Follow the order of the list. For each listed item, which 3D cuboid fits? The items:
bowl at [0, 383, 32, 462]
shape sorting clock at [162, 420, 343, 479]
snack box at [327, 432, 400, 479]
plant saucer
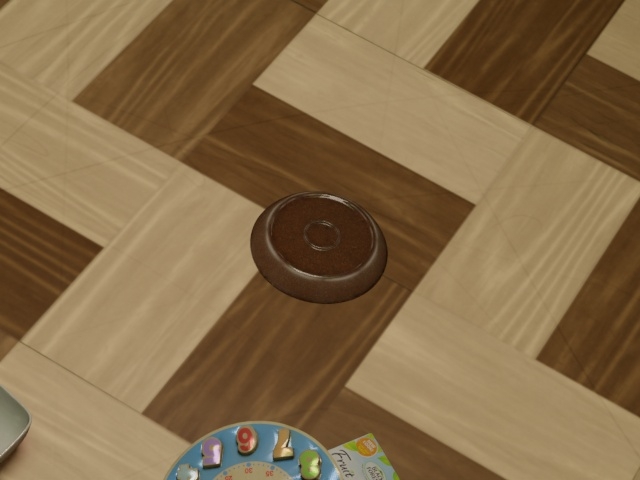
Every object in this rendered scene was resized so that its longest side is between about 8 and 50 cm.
[{"bbox_3d":[-0.396,0.205,1.866,0.142,0.053,0.142,36,55,16],"label":"bowl"},{"bbox_3d":[-0.074,0.281,1.838,0.206,0.040,0.206,-4,60,7],"label":"shape sorting clock"},{"bbox_3d":[0.015,0.278,1.891,0.141,0.037,0.100,-19,59,-21],"label":"snack box"},{"bbox_3d":[0.000,0.000,2.114,0.168,0.029,0.168,5,51,-6],"label":"plant saucer"}]
